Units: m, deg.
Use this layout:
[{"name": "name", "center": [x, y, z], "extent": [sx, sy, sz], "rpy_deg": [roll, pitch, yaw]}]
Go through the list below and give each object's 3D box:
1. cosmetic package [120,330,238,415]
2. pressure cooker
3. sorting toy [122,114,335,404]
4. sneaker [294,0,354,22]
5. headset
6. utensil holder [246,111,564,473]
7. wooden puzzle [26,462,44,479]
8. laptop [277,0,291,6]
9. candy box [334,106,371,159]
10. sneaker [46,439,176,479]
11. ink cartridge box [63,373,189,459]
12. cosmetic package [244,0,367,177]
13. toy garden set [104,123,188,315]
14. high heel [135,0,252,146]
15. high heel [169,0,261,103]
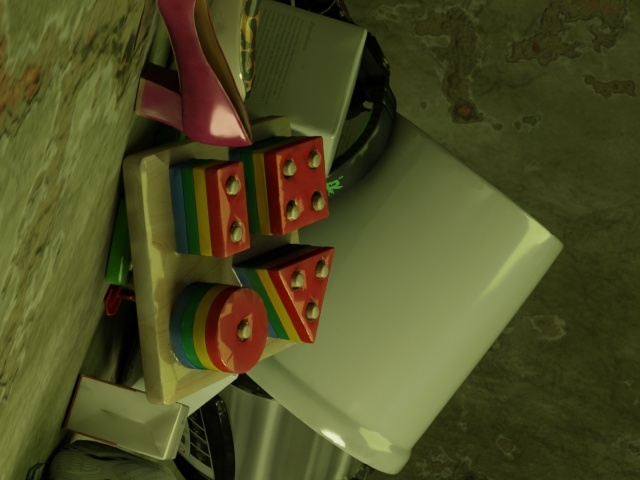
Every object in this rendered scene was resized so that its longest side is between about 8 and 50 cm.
[{"name": "cosmetic package", "center": [-0.140, 0.057, 1.933], "extent": [0.377, 0.097, 0.284], "rpy_deg": [136, -29, -68]}, {"name": "pressure cooker", "center": [-0.069, 0.250, 2.609], "extent": [0.370, 0.375, 0.420], "rpy_deg": [-69, 174, -48]}, {"name": "sorting toy", "center": [-0.078, 0.017, 1.644], "extent": [0.257, 0.089, 0.255], "rpy_deg": [-22, 112, -54]}, {"name": "sneaker", "center": [-0.010, -0.364, 2.446], "extent": [0.162, 0.106, 0.281], "rpy_deg": [44, 30, -76]}, {"name": "headset", "center": [-0.031, -0.232, 2.079], "extent": [0.185, 0.243, 0.394], "rpy_deg": [59, 27, -51]}, {"name": "utensil holder", "center": [0.094, 0.064, 2.140], "extent": [0.385, 0.327, 0.327], "rpy_deg": [-52, 180, 3]}, {"name": "wooden puzzle", "center": [-0.287, 0.247, 1.569], "extent": [0.083, 0.006, 0.049], "rpy_deg": [-27, 134, -88]}, {"name": "laptop", "center": [-0.102, -0.272, 2.562], "extent": [0.234, 0.136, 0.264], "rpy_deg": [-62, 143, -86]}, {"name": "candy box", "center": [-0.031, -0.143, 2.382], "extent": [0.071, 0.233, 0.159], "rpy_deg": [94, 13, -82]}, {"name": "sneaker", "center": [-0.255, 0.347, 1.633], "extent": [0.366, 0.137, 0.210], "rpy_deg": [-70, -178, -79]}, {"name": "ink cartridge box", "center": [-0.211, 0.198, 1.767], "extent": [0.198, 0.115, 0.067], "rpy_deg": [105, 2, -82]}, {"name": "cosmetic package", "center": [-0.055, -0.185, 1.907], "extent": [0.151, 0.183, 0.151], "rpy_deg": [102, 5, -71]}, {"name": "toy garden set", "center": [-0.179, -0.020, 1.747], "extent": [0.244, 0.049, 0.204], "rpy_deg": [-71, 178, -55]}, {"name": "high heel", "center": [-0.096, -0.196, 1.462], "extent": [0.082, 0.117, 0.244], "rpy_deg": [-70, 177, -59]}, {"name": "high heel", "center": [-0.085, -0.248, 1.645], "extent": [0.261, 0.093, 0.186], "rpy_deg": [85, 26, -62]}]
